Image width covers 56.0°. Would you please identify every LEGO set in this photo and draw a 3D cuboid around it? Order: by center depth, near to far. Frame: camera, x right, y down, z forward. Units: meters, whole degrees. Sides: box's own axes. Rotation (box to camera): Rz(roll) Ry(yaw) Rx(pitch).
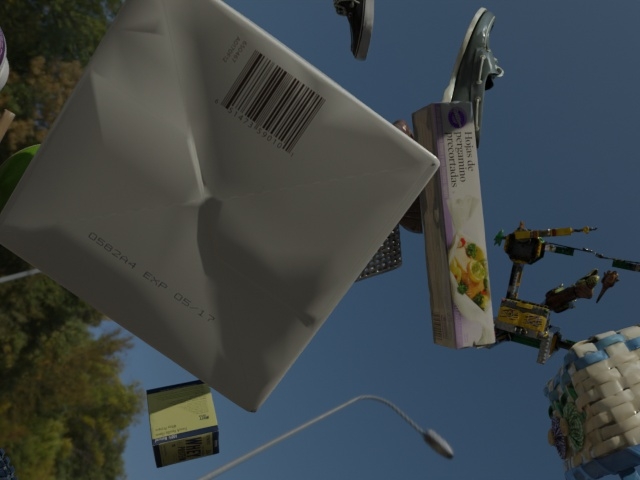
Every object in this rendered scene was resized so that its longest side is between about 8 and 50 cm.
[{"bbox_3d":[0.406,0.101,0.946,0.331,0.192,0.255,23,-83,26],"label":"LEGO set"}]

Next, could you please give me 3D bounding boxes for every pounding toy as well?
[{"bbox_3d":[-0.452,-0.069,0.983,0.183,0.237,0.110,-51,-130,0],"label":"pounding toy"}]

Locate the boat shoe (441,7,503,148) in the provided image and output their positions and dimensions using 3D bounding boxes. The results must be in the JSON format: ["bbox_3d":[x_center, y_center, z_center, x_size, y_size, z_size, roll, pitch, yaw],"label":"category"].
[{"bbox_3d":[0.314,-0.324,1.220,0.099,0.319,0.116,18,-16,11],"label":"boat shoe"}]

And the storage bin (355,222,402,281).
[{"bbox_3d":[0.000,0.000,0.754,0.122,0.180,0.084,28,-49,59],"label":"storage bin"}]

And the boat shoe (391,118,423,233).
[{"bbox_3d":[0.244,-0.170,1.632,0.123,0.123,0.342,4,-45,38],"label":"boat shoe"}]

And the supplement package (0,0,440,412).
[{"bbox_3d":[-0.057,-0.049,0.474,0.199,0.263,0.198,35,-78,-3],"label":"supplement package"}]

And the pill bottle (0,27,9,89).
[{"bbox_3d":[-0.595,-0.324,0.930,0.301,0.169,0.169,145,-74,-78],"label":"pill bottle"}]

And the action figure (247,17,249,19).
[{"bbox_3d":[-0.133,-0.214,0.932,0.248,0.275,0.370,115,-13,-60],"label":"action figure"}]

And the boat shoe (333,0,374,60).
[{"bbox_3d":[0.085,-0.631,1.575,0.113,0.105,0.306,-99,-170,-66],"label":"boat shoe"}]

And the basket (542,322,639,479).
[{"bbox_3d":[0.409,0.266,0.740,0.255,0.201,0.289,76,-11,-59],"label":"basket"}]

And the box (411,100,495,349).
[{"bbox_3d":[0.177,-0.019,0.806,0.067,0.063,0.324,170,-86,-71],"label":"box"}]

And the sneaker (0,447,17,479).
[{"bbox_3d":[-0.520,0.325,0.873,0.208,0.094,0.081,52,-19,11],"label":"sneaker"}]

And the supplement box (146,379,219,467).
[{"bbox_3d":[-0.180,0.237,0.787,0.083,0.083,0.056,-116,-156,-44],"label":"supplement box"}]
